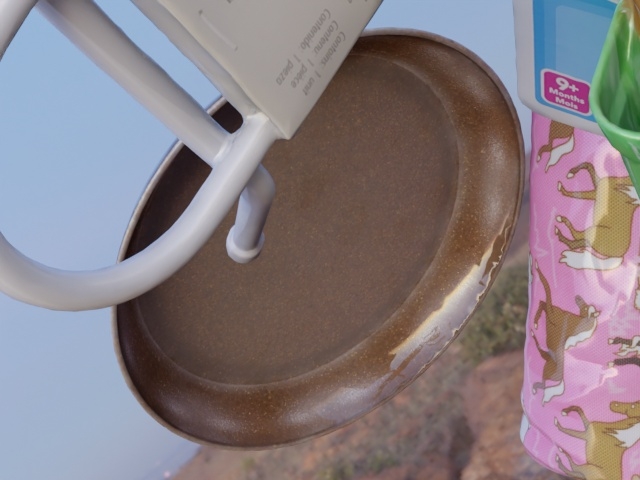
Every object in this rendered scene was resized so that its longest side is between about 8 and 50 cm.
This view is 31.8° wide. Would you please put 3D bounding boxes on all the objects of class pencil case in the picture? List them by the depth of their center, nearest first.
[{"bbox_3d":[0.208,-0.024,0.749,0.167,0.386,0.160,-9,15,-29],"label":"pencil case"}]

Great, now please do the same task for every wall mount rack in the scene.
[{"bbox_3d":[-0.010,-0.126,0.415,0.350,0.130,0.304,-56,-39,-9],"label":"wall mount rack"}]

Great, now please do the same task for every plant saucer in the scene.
[{"bbox_3d":[0.000,0.000,0.737,0.311,0.050,0.310,-19,-50,-25],"label":"plant saucer"}]

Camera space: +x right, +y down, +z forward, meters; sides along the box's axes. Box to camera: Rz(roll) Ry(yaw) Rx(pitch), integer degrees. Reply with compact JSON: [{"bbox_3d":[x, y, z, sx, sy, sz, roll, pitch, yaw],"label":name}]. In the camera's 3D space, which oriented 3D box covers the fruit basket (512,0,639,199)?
[{"bbox_3d":[0.201,-0.099,0.312,0.353,0.327,0.165,63,-136,-62],"label":"fruit basket"}]
